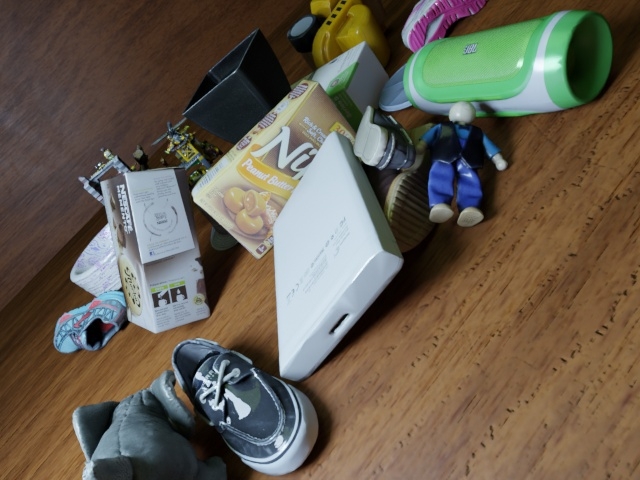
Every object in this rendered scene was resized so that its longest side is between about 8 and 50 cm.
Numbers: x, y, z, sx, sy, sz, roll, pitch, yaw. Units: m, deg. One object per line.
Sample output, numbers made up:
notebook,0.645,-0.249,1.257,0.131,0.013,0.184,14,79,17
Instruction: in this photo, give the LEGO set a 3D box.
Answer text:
LEGO set,-0.428,-0.185,1.050,0.331,0.192,0.255,-38,33,2

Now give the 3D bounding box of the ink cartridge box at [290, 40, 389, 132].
ink cartridge box,0.008,-0.326,1.046,0.272,0.115,0.199,-15,42,40

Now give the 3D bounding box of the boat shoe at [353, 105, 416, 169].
boat shoe,0.095,-0.152,0.655,0.206,0.064,0.075,-95,22,-64

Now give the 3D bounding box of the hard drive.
hard drive,0.000,0.000,0.663,0.233,0.047,0.353,-55,26,26

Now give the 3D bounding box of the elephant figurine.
elephant figurine,-0.233,0.253,0.558,0.239,0.169,0.186,48,118,51

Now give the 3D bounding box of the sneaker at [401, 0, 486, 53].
sneaker,0.282,-0.545,1.003,0.252,0.103,0.111,-41,33,4

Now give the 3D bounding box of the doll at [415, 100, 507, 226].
doll,0.194,-0.112,0.594,0.128,0.046,0.189,8,66,4

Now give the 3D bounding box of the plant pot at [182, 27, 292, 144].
plant pot,-0.166,-0.322,0.978,0.187,0.167,0.188,-24,39,34

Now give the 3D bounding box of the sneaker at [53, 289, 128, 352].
sneaker,-0.600,0.231,1.103,0.261,0.104,0.125,-34,34,17

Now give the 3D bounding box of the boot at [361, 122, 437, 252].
boot,0.093,-0.063,0.694,0.206,0.090,0.249,-24,36,50

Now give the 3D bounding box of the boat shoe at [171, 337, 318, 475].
boat shoe,-0.122,0.201,0.579,0.108,0.102,0.301,-54,32,-16

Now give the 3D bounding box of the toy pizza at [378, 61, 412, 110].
toy pizza,0.212,-0.337,0.903,0.201,0.032,0.201,-31,33,23

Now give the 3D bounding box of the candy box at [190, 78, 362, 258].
candy box,-0.077,-0.139,0.855,0.316,0.183,0.087,-43,32,2

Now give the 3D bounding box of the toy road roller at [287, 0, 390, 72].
toy road roller,0.098,-0.569,1.166,0.240,0.202,0.330,21,73,43

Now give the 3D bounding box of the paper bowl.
paper bowl,-0.554,0.038,1.234,0.284,0.148,0.284,-30,33,22

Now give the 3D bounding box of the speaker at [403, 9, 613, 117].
speaker,0.263,-0.260,0.661,0.131,0.131,0.296,-50,31,-10

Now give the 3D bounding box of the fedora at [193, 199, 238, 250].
fedora,-0.210,-0.121,1.047,0.275,0.124,0.243,-47,31,-5

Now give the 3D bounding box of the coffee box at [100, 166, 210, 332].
coffee box,-0.329,0.014,0.859,0.118,0.298,0.168,-14,10,-39
